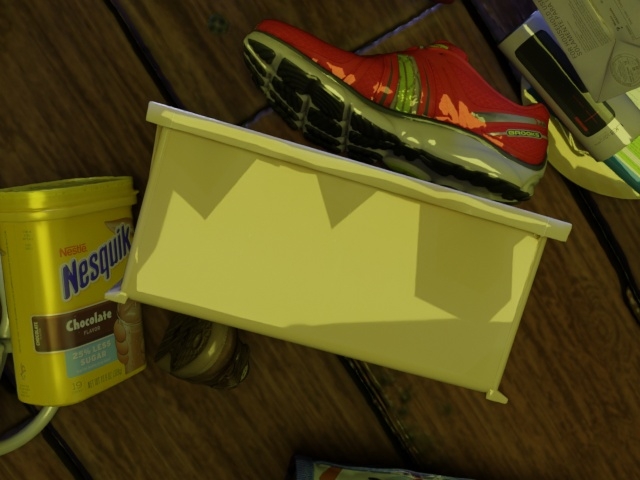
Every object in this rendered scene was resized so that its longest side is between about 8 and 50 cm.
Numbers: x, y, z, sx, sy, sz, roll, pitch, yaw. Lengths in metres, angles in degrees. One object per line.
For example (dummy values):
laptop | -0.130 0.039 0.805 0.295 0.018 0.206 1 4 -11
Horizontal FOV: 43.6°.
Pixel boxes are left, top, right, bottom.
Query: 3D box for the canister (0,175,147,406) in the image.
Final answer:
canister | -0.202 0.037 0.660 0.073 0.126 0.170 1 100 25

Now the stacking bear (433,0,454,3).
stacking bear | -0.026 -0.288 0.624 0.289 0.164 0.175 2 97 -1

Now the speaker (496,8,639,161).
speaker | 0.214 -0.133 0.679 0.055 0.055 0.136 -41 93 1

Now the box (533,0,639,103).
box | 0.281 -0.253 0.621 0.290 0.087 0.169 -40 100 -27

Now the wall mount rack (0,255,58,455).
wall mount rack | -0.345 0.065 0.593 0.130 0.350 0.304 22 98 28

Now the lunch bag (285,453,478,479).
lunch bag | 0.096 0.394 0.665 0.328 0.239 0.385 11 68 -6

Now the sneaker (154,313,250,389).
sneaker | -0.083 0.088 0.648 0.071 0.188 0.066 24 76 -15

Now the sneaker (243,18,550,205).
sneaker | 0.069 -0.126 0.689 0.279 0.107 0.118 24 75 -9

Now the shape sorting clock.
shape sorting clock | 0.284 -0.140 0.719 0.206 0.040 0.206 1 99 6

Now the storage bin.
storage bin | 0.000 0.000 0.602 0.262 0.260 0.123 15 94 -7
